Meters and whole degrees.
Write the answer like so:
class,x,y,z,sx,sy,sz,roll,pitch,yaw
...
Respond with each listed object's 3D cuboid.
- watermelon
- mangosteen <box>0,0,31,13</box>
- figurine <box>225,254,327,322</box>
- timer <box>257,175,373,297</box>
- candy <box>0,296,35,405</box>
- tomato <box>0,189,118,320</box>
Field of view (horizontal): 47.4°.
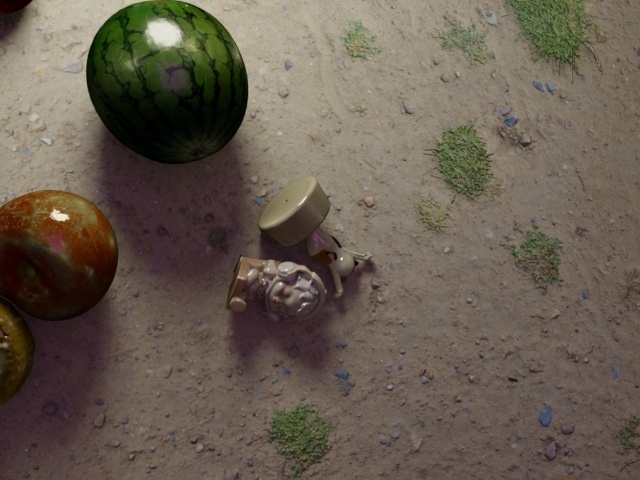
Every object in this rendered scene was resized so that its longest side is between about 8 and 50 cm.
class,x,y,z,sx,sy,sz,roll,pitch,yaw
watermelon,-0.327,-0.338,1.572,0.364,0.363,0.362,2,81,-16
mangosteen,-0.730,-0.581,1.569,0.258,0.215,0.215,-25,89,13
figurine,-0.093,0.119,1.667,0.237,0.141,0.162,16,123,-19
timer,0.000,0.000,1.726,0.175,0.175,0.266,-49,113,-17
candy,-0.709,0.225,1.464,0.260,0.118,0.259,0,102,0
tomato,-0.544,0.022,1.503,0.270,0.270,0.222,39,35,-8
